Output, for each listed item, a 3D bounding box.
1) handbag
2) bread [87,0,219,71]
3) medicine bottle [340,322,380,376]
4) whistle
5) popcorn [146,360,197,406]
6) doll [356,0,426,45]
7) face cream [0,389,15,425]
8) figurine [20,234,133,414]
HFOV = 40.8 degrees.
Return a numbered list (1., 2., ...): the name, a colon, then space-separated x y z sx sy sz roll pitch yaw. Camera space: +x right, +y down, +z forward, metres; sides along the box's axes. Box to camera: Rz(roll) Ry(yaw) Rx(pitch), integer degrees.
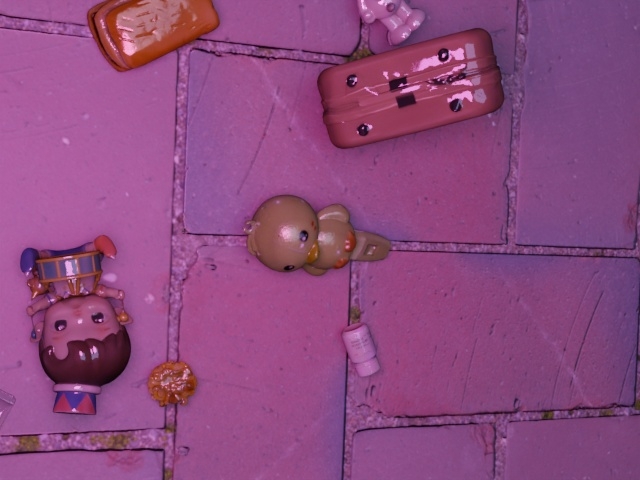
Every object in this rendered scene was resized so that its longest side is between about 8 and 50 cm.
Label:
1. handbag: 0.164 -0.264 1.483 0.301 0.283 0.149 -14 97 19
2. bread: -0.272 -0.362 1.409 0.200 0.077 0.116 -30 110 -17
3. medicine bottle: 0.074 0.198 1.565 0.052 0.052 0.089 -23 100 -19
4. whistle: 0.001 0.004 1.488 0.294 0.141 0.141 14 87 -21
5. popcorn: -0.249 0.242 1.442 0.082 0.057 0.083 25 86 -18
6. doll: 0.086 -0.491 1.517 0.271 0.144 0.208 27 103 -16
7. face cream: -0.575 0.320 1.323 0.114 0.070 0.224 31 72 -19
8. figurine: -0.374 0.135 1.336 0.161 0.158 0.276 -13 96 -11
